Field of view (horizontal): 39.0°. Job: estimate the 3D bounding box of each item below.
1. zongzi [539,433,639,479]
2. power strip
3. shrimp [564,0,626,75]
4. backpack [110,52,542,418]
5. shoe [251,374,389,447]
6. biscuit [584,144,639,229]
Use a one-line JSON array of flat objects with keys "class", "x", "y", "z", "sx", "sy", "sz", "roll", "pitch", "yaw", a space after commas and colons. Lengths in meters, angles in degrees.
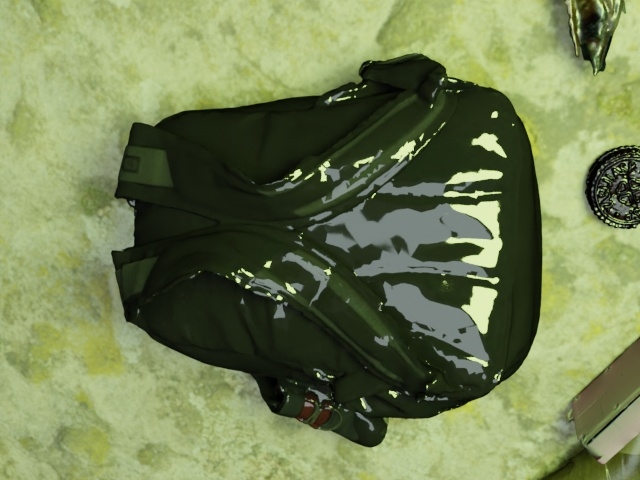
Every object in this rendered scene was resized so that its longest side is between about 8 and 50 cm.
[{"class": "zongzi", "x": 0.322, "y": 0.262, "z": 1.069, "sx": 0.160, "sy": 0.078, "sz": 0.176, "roll": -9, "pitch": 113, "yaw": 10}, {"class": "power strip", "x": 0.381, "y": 0.130, "z": 0.996, "sx": 0.037, "sy": 0.109, "sz": 0.279, "roll": 37, "pitch": 113, "yaw": -5}, {"class": "shrimp", "x": 0.301, "y": -0.321, "z": 0.872, "sx": 0.164, "sy": 0.062, "sz": 0.316, "roll": 1, "pitch": 108, "yaw": 8}, {"class": "backpack", "x": 0.000, "y": 0.000, "z": 0.938, "sx": 0.446, "sy": 0.255, "sz": 0.363, "roll": -1, "pitch": 89, "yaw": 15}, {"class": "shoe", "x": -0.025, "y": 0.169, "z": 1.064, "sx": 0.227, "sy": 0.112, "sz": 0.099, "roll": 45, "pitch": 133, "yaw": 16}, {"class": "biscuit", "x": 0.331, "y": -0.058, "z": 0.980, "sx": 0.087, "sy": 0.027, "sz": 0.089, "roll": 43, "pitch": 112, "yaw": -5}]
